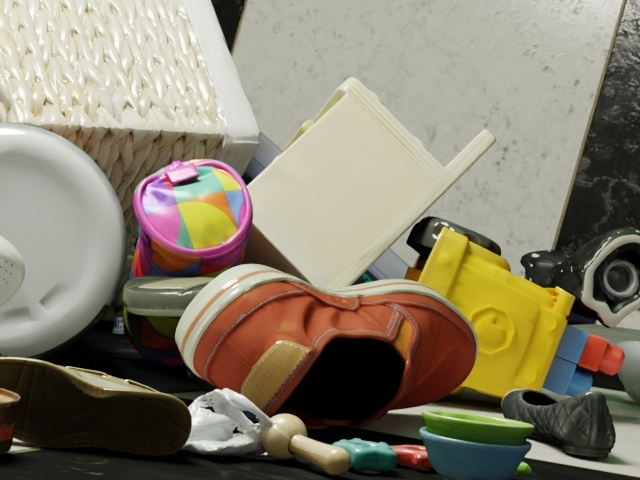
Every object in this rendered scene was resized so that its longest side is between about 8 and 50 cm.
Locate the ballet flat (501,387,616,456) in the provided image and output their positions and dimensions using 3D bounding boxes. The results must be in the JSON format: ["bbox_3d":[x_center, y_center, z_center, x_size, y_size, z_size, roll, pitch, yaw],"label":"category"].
[{"bbox_3d":[0.181,0.128,1.443,0.057,0.049,0.173,7,1,-15],"label":"ballet flat"}]

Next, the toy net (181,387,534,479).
[{"bbox_3d":[0.015,0.116,1.185,0.232,0.045,0.122,7,2,8],"label":"toy net"}]

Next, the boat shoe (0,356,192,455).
[{"bbox_3d":[-0.143,0.100,1.136,0.135,0.050,0.045,15,-4,-3],"label":"boat shoe"}]

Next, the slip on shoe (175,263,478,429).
[{"bbox_3d":[0.025,0.092,1.390,0.101,0.123,0.331,45,16,28],"label":"slip on shoe"}]

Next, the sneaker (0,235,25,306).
[{"bbox_3d":[-0.288,0.055,1.281,0.129,0.111,0.297,29,22,21],"label":"sneaker"}]

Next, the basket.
[{"bbox_3d":[-0.272,-0.124,1.997,0.266,0.331,0.328,-1,-38,-32],"label":"basket"}]

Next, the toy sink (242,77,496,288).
[{"bbox_3d":[0.017,-0.042,1.699,0.131,0.234,0.153,46,-25,1],"label":"toy sink"}]

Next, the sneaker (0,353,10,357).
[{"bbox_3d":[-0.246,0.084,1.400,0.083,0.037,0.032,8,-1,-19],"label":"sneaker"}]

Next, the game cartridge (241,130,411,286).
[{"bbox_3d":[0.000,0.000,2.112,0.355,0.068,0.230,42,-5,-15],"label":"game cartridge"}]

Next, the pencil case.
[{"bbox_3d":[-0.115,0.021,1.608,0.104,0.104,0.236,7,-28,-8],"label":"pencil case"}]

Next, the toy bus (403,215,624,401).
[{"bbox_3d":[0.157,0.081,1.705,0.211,0.149,0.220,20,-2,-1],"label":"toy bus"}]

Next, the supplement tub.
[{"bbox_3d":[-0.265,-0.002,1.624,0.193,0.194,0.316,7,1,-10],"label":"supplement tub"}]

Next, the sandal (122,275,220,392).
[{"bbox_3d":[-0.051,0.087,1.523,0.120,0.086,0.303,1,-16,26],"label":"sandal"}]

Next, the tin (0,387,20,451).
[{"bbox_3d":[-0.259,0.092,1.078,0.189,0.040,0.106,7,5,20],"label":"tin"}]

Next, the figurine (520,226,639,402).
[{"bbox_3d":[0.292,0.083,1.799,0.215,0.092,0.209,45,-11,-10],"label":"figurine"}]
